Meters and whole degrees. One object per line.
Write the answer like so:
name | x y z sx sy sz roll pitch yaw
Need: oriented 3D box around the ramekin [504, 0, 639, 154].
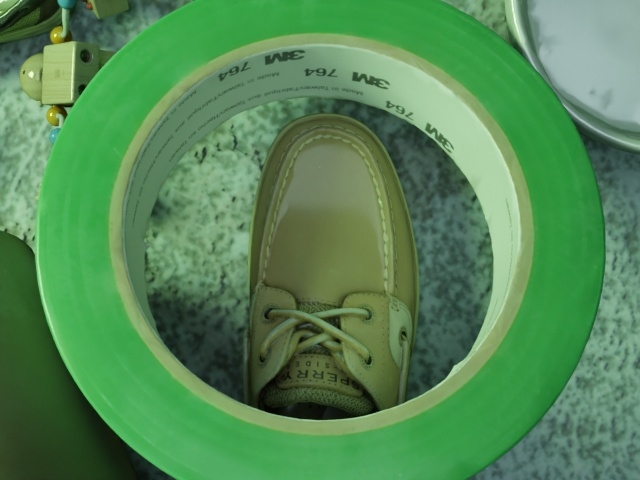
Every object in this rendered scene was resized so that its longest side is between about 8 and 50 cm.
ramekin | 0.219 -0.156 0.616 0.207 0.109 0.207 0 92 3

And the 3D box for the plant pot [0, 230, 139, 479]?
plant pot | -0.253 0.150 0.572 0.323 0.323 0.280 -15 75 3

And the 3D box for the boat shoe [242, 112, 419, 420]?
boat shoe | 0.009 0.082 0.632 0.122 0.110 0.341 -1 91 3

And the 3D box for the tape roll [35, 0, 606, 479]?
tape roll | 0.000 0.000 0.562 0.321 0.077 0.321 1 73 -2

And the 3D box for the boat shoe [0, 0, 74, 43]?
boat shoe | -0.287 -0.158 0.661 0.224 0.073 0.080 -17 90 3

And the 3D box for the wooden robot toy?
wooden robot toy | -0.179 -0.106 0.674 0.079 0.076 0.173 6 92 38
